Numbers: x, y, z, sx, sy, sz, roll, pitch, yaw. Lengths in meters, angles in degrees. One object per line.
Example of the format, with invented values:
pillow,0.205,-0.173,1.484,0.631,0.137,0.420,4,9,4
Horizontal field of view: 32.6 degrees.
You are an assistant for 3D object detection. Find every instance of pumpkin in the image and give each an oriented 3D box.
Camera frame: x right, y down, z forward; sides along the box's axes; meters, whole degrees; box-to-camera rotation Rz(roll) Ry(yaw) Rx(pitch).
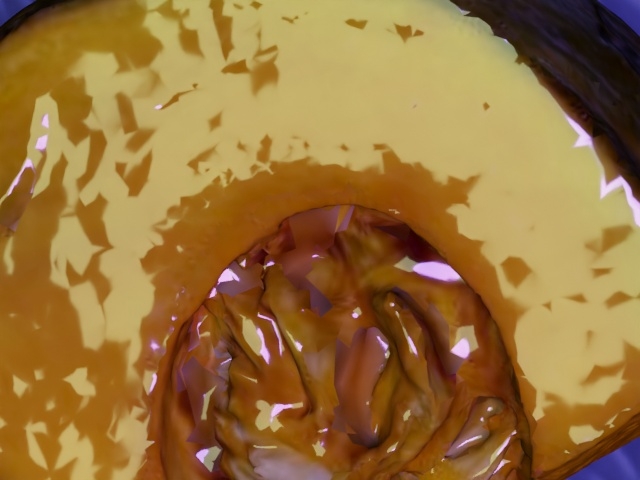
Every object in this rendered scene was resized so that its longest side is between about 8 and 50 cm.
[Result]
pumpkin,0.000,0.000,0.445,0.303,0.225,0.256,-25,87,13
